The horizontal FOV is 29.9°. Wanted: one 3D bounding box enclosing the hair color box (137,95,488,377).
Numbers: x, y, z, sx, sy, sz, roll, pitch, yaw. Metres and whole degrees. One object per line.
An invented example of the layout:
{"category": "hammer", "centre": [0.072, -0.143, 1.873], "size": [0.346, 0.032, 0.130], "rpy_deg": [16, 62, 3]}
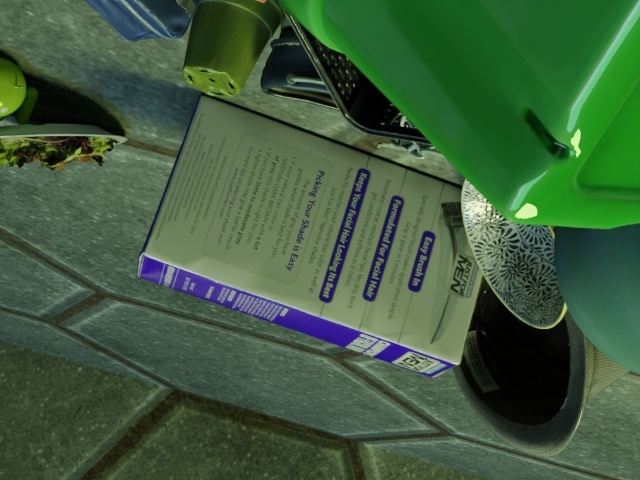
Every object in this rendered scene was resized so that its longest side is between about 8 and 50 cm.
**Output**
{"category": "hair color box", "centre": [0.000, 0.000, 1.251], "size": [0.338, 0.185, 0.110], "rpy_deg": [19, 162, -4]}

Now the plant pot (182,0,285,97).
{"category": "plant pot", "centre": [-0.080, -0.166, 1.008], "size": [0.083, 0.079, 0.083], "rpy_deg": [15, 162, 5]}

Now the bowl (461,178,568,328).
{"category": "bowl", "centre": [0.215, -0.007, 1.154], "size": [0.080, 0.170, 0.170], "rpy_deg": [-23, 173, -19]}

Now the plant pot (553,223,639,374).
{"category": "plant pot", "centre": [0.295, -0.009, 0.809], "size": [0.271, 0.272, 0.255], "rpy_deg": [22, 161, -14]}

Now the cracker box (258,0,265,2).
{"category": "cracker box", "centre": [-0.126, -0.258, 0.800], "size": [0.232, 0.067, 0.156], "rpy_deg": [18, 161, -5]}

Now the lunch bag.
{"category": "lunch bag", "centre": [-0.143, -0.209, 0.960], "size": [0.065, 0.067, 0.098], "rpy_deg": [4, 156, 35]}

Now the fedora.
{"category": "fedora", "centre": [0.255, 0.107, 1.330], "size": [0.124, 0.244, 0.275], "rpy_deg": [-6, -174, -26]}

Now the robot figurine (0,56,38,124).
{"category": "robot figurine", "centre": [-0.360, -0.161, 1.296], "size": [0.101, 0.067, 0.115], "rpy_deg": [14, 167, -29]}

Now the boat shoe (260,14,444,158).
{"category": "boat shoe", "centre": [0.075, -0.112, 0.997], "size": [0.254, 0.079, 0.095], "rpy_deg": [22, 173, -7]}

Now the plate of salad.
{"category": "plate of salad", "centre": [-0.320, -0.103, 1.366], "size": [0.199, 0.048, 0.200], "rpy_deg": [-3, 179, 0]}

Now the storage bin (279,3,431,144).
{"category": "storage bin", "centre": [0.059, -0.155, 0.853], "size": [0.122, 0.084, 0.180], "rpy_deg": [13, 153, 32]}

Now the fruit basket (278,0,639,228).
{"category": "fruit basket", "centre": [0.165, -0.174, 0.533], "size": [0.392, 0.392, 0.283], "rpy_deg": [20, 132, -7]}
